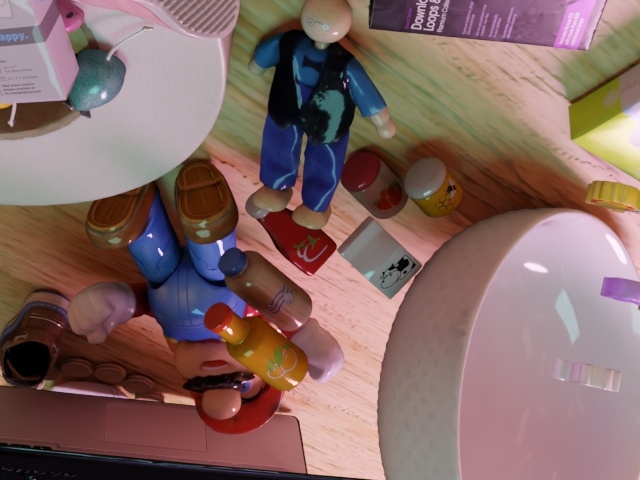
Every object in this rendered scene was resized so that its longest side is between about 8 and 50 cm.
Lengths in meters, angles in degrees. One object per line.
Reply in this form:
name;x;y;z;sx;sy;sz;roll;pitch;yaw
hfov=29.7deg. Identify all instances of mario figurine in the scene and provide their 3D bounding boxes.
mario figurine;-0.103;0.085;1.126;0.198;0.170;0.320;26;151;34

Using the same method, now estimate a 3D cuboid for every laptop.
laptop;-0.168;0.191;1.213;0.382;0.408;0.236;8;116;-11

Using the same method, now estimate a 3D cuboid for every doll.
doll;-0.003;-0.101;0.914;0.129;0.046;0.189;24;128;19

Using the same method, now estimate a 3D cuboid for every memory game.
memory game;-0.278;0.186;1.452;0.186;0.012;0.186;3;146;2

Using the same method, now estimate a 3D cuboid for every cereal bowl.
cereal bowl;0.158;0.136;1.066;0.141;0.338;0.339;5;154;41

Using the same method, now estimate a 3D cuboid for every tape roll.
tape roll;-0.257;-0.160;0.866;0.392;0.072;0.392;3;147;2

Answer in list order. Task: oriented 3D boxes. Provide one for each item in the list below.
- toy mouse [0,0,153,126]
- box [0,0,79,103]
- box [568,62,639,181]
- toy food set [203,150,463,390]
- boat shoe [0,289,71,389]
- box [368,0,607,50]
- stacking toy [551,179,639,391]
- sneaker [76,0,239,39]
toy mouse;-0.182;-0.124;0.820;0.143;0.031;0.161;-4;146;12
box;-0.242;-0.164;0.729;0.145;0.038;0.186;-2;132;10
box;0.290;-0.108;0.913;0.109;0.042;0.178;25;142;-29
toy food set;0.000;0.000;0.999;0.232;0.111;0.104;-46;131;3
boat shoe;-0.318;0.122;1.304;0.066;0.066;0.183;19;143;-10
box;0.118;-0.184;0.827;0.162;0.029;0.116;6;147;-1
stacking toy;0.301;0.053;1.023;0.221;0.166;0.052;14;176;-28
sneaker;-0.115;-0.163;0.746;0.070;0.051;0.134;21;-173;41
